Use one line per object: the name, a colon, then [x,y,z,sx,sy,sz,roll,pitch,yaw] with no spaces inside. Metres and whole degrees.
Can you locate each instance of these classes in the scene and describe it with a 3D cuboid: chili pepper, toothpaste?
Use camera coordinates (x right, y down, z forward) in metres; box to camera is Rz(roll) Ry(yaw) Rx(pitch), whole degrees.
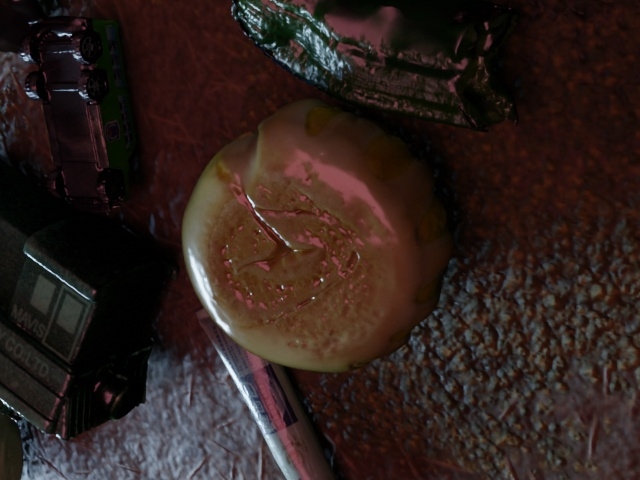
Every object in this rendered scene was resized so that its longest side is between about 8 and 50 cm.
chili pepper: [0.039,-0.139,0.708,0.224,0.061,0.098,23,114,20]
toothpaste: [-0.034,0.153,0.886,0.060,0.038,0.233,-26,92,32]

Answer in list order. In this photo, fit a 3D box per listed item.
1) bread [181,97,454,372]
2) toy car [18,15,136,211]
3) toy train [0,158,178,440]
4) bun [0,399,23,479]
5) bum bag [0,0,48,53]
bread: [0.000,0.000,0.760,0.213,0.105,0.213,10,113,23]
toy car: [-0.195,-0.107,0.857,0.071,0.062,0.165,5,111,30]
toy train: [-0.279,0.028,0.927,0.330,0.138,0.178,33,113,18]
bun: [-0.422,0.196,1.081,0.237,0.116,0.210,35,123,13]
bum bag: [-0.388,-0.212,0.893,0.341,0.144,0.095,4,70,31]
